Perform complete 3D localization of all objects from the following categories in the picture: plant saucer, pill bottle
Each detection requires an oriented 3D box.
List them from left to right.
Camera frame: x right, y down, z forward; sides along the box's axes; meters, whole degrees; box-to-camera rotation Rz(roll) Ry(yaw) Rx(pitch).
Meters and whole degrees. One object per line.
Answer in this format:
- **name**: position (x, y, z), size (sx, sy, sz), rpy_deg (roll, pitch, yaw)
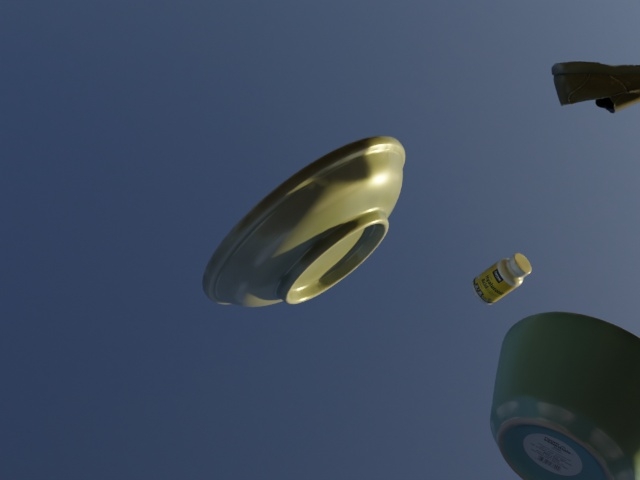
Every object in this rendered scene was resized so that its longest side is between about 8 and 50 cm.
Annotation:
- **plant saucer**: position (0.000, 0.000, 1.421), size (0.401, 0.400, 0.100), rpy_deg (-27, -110, -37)
- **pill bottle**: position (0.364, 0.075, 1.757), size (0.065, 0.116, 0.065), rpy_deg (26, -138, -26)

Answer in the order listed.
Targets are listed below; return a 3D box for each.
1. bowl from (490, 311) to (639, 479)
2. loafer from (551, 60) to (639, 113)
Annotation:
- **bowl**: position (0.380, 0.276, 1.311), size (0.312, 0.311, 0.163), rpy_deg (37, -125, 5)
- **loafer**: position (0.535, -0.274, 1.587), size (0.251, 0.094, 0.087), rpy_deg (2, -81, -8)
